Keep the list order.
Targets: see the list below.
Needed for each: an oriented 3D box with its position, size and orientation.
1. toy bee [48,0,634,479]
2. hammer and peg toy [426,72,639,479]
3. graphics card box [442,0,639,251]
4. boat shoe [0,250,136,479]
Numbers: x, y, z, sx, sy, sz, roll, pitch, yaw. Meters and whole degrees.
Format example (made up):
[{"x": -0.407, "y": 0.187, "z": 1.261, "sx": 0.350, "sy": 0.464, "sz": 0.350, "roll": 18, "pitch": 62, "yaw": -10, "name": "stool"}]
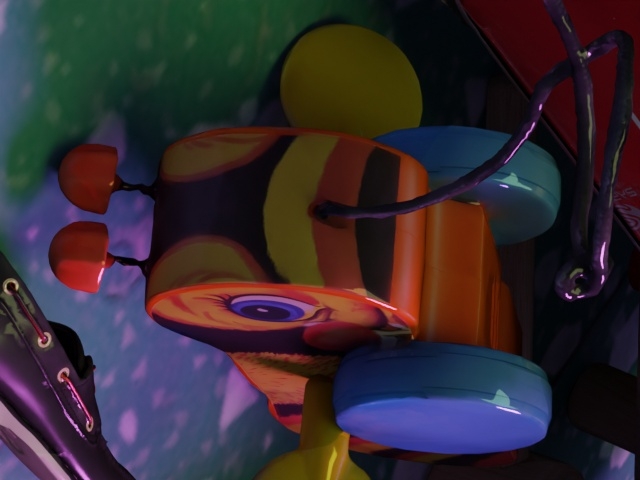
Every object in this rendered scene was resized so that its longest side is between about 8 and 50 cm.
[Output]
[{"x": 0.000, "y": 0.000, "z": 0.635, "sx": 0.298, "sy": 0.162, "sz": 0.195, "roll": 92, "pitch": 4, "yaw": -49, "name": "toy bee"}, {"x": 0.196, "y": 0.001, "z": 0.914, "sx": 0.361, "sy": 0.127, "sz": 0.266, "roll": -39, "pitch": 138, "yaw": -38, "name": "hammer and peg toy"}, {"x": 0.214, "y": -0.144, "z": 0.759, "sx": 0.233, "sy": 0.094, "sz": 0.371, "roll": 49, "pitch": 54, "yaw": -25, "name": "graphics card box"}, {"x": -0.085, "y": 0.046, "z": 0.595, "sx": 0.042, "sy": 0.049, "sz": 0.133, "roll": -48, "pitch": 140, "yaw": -15, "name": "boat shoe"}]
